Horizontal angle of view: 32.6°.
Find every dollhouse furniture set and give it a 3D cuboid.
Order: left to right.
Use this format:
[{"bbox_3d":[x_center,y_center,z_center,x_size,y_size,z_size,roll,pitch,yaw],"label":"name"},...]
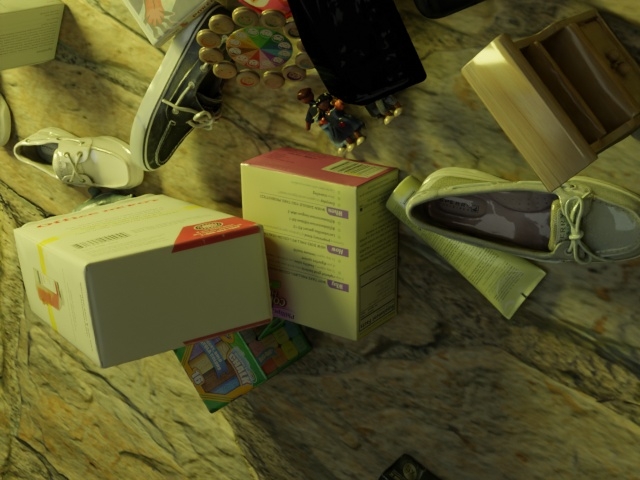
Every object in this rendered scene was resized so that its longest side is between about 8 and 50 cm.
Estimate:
[{"bbox_3d":[0.386,-0.256,1.173,0.394,0.256,0.362,-40,82,40],"label":"dollhouse furniture set"}]

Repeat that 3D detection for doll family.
[{"bbox_3d":[0.036,-0.198,1.580,0.111,0.076,0.193,46,126,-11],"label":"doll family"}]

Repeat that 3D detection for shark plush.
[{"bbox_3d":[-0.385,-0.053,1.965,0.161,0.067,0.073,3,109,37],"label":"shark plush"}]

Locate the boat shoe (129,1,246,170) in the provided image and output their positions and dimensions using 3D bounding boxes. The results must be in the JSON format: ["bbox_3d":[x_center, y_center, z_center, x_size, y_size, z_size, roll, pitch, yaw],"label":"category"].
[{"bbox_3d":[-0.202,-0.226,1.732,0.105,0.113,0.306,35,110,15],"label":"boat shoe"}]

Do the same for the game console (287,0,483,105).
[{"bbox_3d":[0.138,-0.321,1.418,0.361,0.044,0.213,-19,111,21],"label":"game console"}]

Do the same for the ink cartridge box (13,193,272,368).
[{"bbox_3d":[-0.286,0.049,1.713,0.384,0.279,0.160,18,119,59],"label":"ink cartridge box"}]

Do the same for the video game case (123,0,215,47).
[{"bbox_3d":[-0.233,-0.425,1.662,0.183,0.023,0.201,-38,75,11],"label":"video game case"}]

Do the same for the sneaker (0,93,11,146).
[{"bbox_3d":[-0.655,-0.274,2.067,0.080,0.094,0.212,-1,107,36],"label":"sneaker"}]

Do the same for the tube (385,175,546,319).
[{"bbox_3d":[0.200,0.004,1.553,0.240,0.062,0.070,40,161,14],"label":"tube"}]

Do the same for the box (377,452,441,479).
[{"bbox_3d":[0.160,0.457,1.744,0.180,0.077,0.147,35,125,21],"label":"box"}]

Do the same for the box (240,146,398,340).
[{"bbox_3d":[0.000,0.000,1.661,0.213,0.117,0.243,13,114,33],"label":"box"}]

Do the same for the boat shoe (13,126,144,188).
[{"bbox_3d":[-0.436,-0.137,1.952,0.277,0.096,0.098,12,115,34],"label":"boat shoe"}]

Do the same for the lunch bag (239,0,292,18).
[{"bbox_3d":[-0.056,-0.449,1.479,0.258,0.120,0.293,36,140,2],"label":"lunch bag"}]

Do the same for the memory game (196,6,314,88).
[{"bbox_3d":[-0.090,-0.278,1.599,0.186,0.186,0.012,-25,52,41],"label":"memory game"}]

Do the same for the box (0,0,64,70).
[{"bbox_3d":[-0.580,-0.391,1.905,0.181,0.182,0.119,35,125,21],"label":"box"}]

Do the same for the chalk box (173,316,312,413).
[{"bbox_3d":[-0.115,0.172,1.806,0.213,0.132,0.132,-34,85,42],"label":"chalk box"}]

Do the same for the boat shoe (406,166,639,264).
[{"bbox_3d":[0.274,-0.027,1.431,0.320,0.103,0.118,13,114,19],"label":"boat shoe"}]
